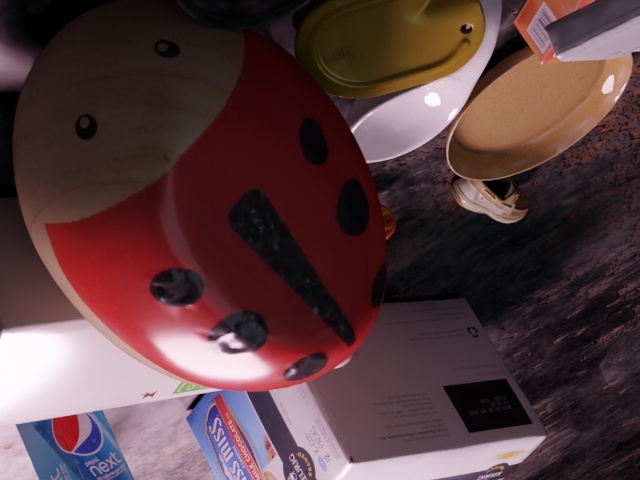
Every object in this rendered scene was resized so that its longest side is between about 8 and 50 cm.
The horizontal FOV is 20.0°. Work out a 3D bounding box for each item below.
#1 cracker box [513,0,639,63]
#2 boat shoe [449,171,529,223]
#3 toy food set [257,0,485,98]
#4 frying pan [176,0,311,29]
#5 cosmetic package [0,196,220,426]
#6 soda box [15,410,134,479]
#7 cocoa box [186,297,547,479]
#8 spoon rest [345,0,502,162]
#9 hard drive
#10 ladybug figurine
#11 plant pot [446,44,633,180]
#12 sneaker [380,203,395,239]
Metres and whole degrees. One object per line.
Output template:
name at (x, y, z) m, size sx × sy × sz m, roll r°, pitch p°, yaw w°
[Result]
cracker box at (0.335, -0.268, 1.886) m, size 0.232 × 0.067 × 0.155 m, roll -12°, pitch 148°, yaw -32°
boat shoe at (0.210, -0.054, 2.140) m, size 0.045 × 0.050 × 0.135 m, roll -40°, pitch 152°, yaw 29°
toy food set at (0.043, -0.203, 1.699) m, size 0.218 × 0.071 × 0.128 m, roll -14°, pitch 134°, yaw 8°
frying pan at (-0.074, -0.292, 1.460) m, size 0.197 × 0.053 × 0.326 m, roll -41°, pitch 143°, yaw 3°
cosmetic package at (-0.214, 0.060, 1.810) m, size 0.366 × 0.155 × 0.197 m, roll -8°, pitch 149°, yaw -38°
soda box at (-0.269, 0.222, 1.964) m, size 0.067 × 0.210 × 0.071 m, roll 0°, pitch 141°, yaw -44°
cocoa box at (0.057, 0.233, 2.275) m, size 0.347 × 0.231 × 0.228 m, roll -2°, pitch 142°, yaw -42°
spoon rest at (0.109, -0.167, 1.819) m, size 0.137 × 0.084 × 0.276 m, roll -11°, pitch 146°, yaw -32°
hard drive at (0.381, -0.251, 1.699) m, size 0.307 × 0.040 × 0.203 m, roll -26°, pitch 175°, yaw 27°
ladybug figurine at (-0.080, -0.021, 1.626) m, size 0.305 × 0.162 × 0.449 m, roll -50°, pitch 128°, yaw -9°
plant pot at (0.238, -0.155, 2.020) m, size 0.236 × 0.032 × 0.236 m, roll -22°, pitch 151°, yaw -13°
sneaker at (0.000, 0.000, 2.036) m, size 0.175 × 0.064 × 0.067 m, roll -18°, pitch 171°, yaw -12°
